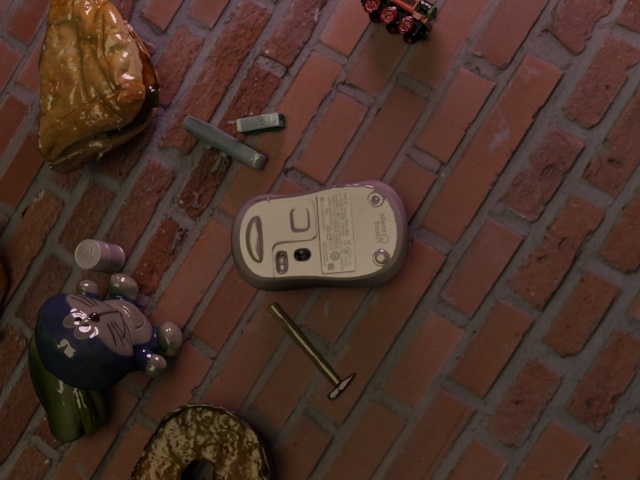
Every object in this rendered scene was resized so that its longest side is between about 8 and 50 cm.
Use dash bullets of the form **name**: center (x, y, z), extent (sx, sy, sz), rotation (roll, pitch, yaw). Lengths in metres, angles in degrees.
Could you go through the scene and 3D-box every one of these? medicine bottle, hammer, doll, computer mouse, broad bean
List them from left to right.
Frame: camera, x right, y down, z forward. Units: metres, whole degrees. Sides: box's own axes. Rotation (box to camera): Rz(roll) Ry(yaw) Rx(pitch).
- **broad bean**: center (-0.467, 0.258, 1.746), extent (0.228, 0.100, 0.169), rotation (46, 134, 24)
- **medicine bottle**: center (-0.404, 0.030, 1.769), extent (0.057, 0.089, 0.057), rotation (-2, 83, 19)
- **doll**: center (-0.376, 0.161, 1.656), extent (0.154, 0.258, 0.228), rotation (-47, 74, 10)
- **hammer**: center (-0.021, 0.180, 1.652), extent (0.062, 0.013, 0.199), rotation (-45, 72, 10)
- **computer mouse**: center (0.000, 0.000, 1.610), extent (0.297, 0.121, 0.184), rotation (-9, 79, 5)

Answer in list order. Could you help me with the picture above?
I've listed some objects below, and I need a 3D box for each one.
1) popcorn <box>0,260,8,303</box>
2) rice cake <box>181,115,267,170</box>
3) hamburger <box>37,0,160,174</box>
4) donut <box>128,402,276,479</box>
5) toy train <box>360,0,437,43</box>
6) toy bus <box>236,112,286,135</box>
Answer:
- **popcorn**: center (-0.775, 0.076, 1.811), extent (0.349, 0.349, 0.381), rotation (-42, 98, 11)
- **rice cake**: center (-0.176, -0.174, 1.738), extent (0.180, 0.030, 0.042), rotation (29, 98, 22)
- **hamburger**: center (-0.388, -0.283, 1.760), extent (0.209, 0.162, 0.329), rotation (2, 83, 18)
- **donut**: center (-0.194, 0.412, 1.648), extent (0.272, 0.107, 0.272), rotation (-2, 82, 15)
- **toy train**: center (0.136, -0.395, 1.638), extent (0.138, 0.050, 0.087), rotation (36, 94, 20)
- **toy bus**: center (-0.104, -0.207, 1.712), extent (0.083, 0.037, 0.031), rotation (-7, 82, 19)
